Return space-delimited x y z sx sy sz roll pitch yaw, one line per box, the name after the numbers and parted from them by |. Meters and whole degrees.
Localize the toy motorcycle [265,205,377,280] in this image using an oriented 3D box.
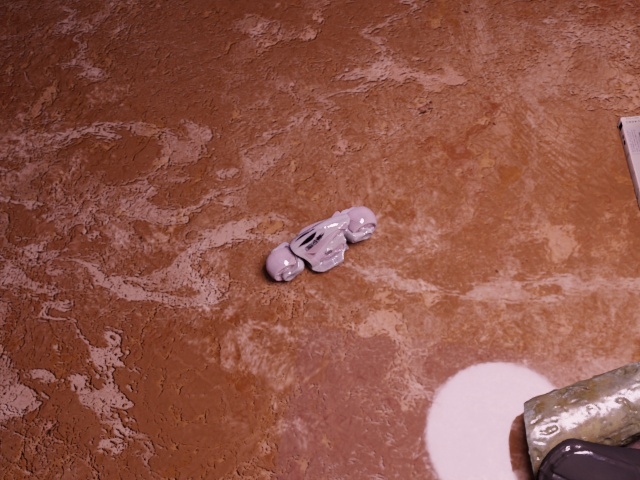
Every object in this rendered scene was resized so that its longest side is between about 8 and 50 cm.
0.000 0.000 1.361 0.254 0.112 0.112 -28 63 -4 | toy motorcycle

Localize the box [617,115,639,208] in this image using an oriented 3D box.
0.714 -0.157 1.372 0.129 0.033 0.247 -3 63 6 | box

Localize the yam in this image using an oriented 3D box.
0.489 0.284 1.115 0.330 0.133 0.133 -25 63 5 | yam

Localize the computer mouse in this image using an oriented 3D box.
0.482 0.402 1.045 0.269 0.138 0.086 11 23 -8 | computer mouse
